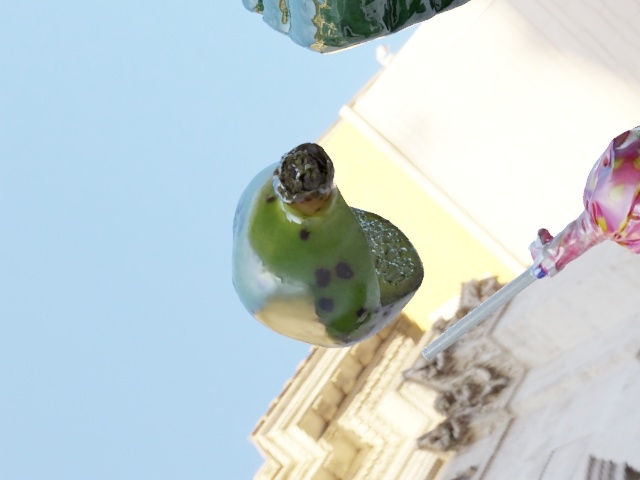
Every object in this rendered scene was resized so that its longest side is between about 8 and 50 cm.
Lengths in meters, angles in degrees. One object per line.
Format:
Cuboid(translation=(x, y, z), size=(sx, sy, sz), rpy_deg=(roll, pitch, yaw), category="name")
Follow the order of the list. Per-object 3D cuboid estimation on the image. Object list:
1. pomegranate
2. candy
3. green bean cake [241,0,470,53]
Cuboid(translation=(-0.010, 0.009, 0.724), size=(0.143, 0.122, 0.169), rpy_deg=(57, -170, 28), category="pomegranate")
Cuboid(translation=(0.233, 0.021, 0.998), size=(0.124, 0.365, 0.124), rpy_deg=(31, -146, -24), category="candy")
Cuboid(translation=(0.045, -0.341, 0.994), size=(0.307, 0.169, 0.300), rpy_deg=(-28, -137, -18), category="green bean cake")
